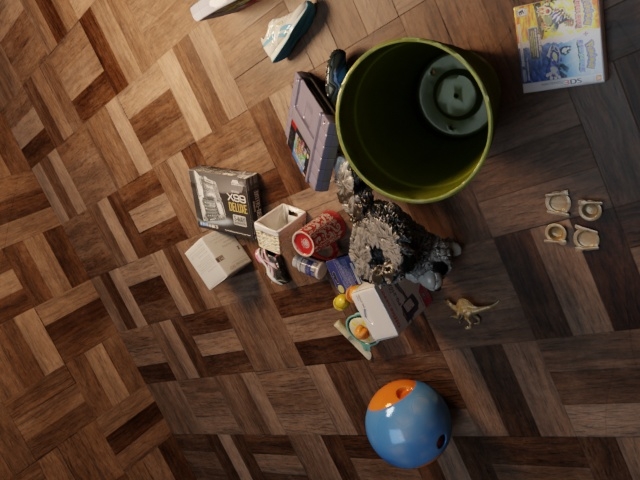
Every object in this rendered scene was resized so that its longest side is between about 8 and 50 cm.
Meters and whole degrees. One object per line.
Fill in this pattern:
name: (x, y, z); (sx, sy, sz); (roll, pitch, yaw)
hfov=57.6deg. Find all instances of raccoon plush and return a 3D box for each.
raccoon plush: (0.243, -0.061, 1.682); (0.216, 0.299, 0.447); (-9, 94, 49)

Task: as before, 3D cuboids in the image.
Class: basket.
basket: (-0.138, -0.040, 2.045); (0.113, 0.167, 0.103); (21, 129, 30)

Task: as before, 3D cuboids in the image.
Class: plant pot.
plant pot: (0.282, -0.319, 1.414); (0.366, 0.353, 0.367); (14, 119, 27)

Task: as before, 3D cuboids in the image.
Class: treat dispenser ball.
treat dispenser ball: (0.294, 0.614, 1.954); (0.288, 0.288, 0.288); (19, 123, 31)

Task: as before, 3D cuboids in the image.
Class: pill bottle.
pill bottle: (-0.040, 0.091, 2.101); (0.120, 0.067, 0.067); (20, 124, 30)

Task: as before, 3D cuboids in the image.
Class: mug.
mug: (0.004, -0.007, 1.942); (0.150, 0.169, 0.113); (51, 133, 6)

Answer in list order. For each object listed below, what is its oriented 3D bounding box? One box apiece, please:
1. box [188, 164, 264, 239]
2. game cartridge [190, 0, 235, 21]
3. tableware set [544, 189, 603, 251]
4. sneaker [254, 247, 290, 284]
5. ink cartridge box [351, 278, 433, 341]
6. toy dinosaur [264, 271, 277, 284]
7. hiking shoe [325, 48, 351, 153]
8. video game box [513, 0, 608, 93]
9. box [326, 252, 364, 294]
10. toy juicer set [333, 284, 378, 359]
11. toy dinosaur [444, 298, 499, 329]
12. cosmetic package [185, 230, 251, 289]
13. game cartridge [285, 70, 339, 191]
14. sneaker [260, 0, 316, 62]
box: (-0.356, -0.150, 2.222); (0.307, 0.076, 0.243); (13, 120, 34)
game cartridge: (-0.246, -0.732, 1.743); (0.294, 0.196, 0.060); (-6, 108, 41)
tableware set: (0.648, -0.049, 1.501); (0.141, 0.020, 0.169); (11, 119, 35)
sneaker: (-0.173, 0.088, 2.209); (0.178, 0.072, 0.077); (48, 123, 1)
ink cartridge box: (0.226, 0.177, 1.812); (0.100, 0.237, 0.172); (-22, 98, 44)
toy dinosaur: (-0.175, 0.138, 2.257); (0.082, 0.047, 0.090); (16, 113, 11)
hiking shoe: (0.093, -0.412, 1.720); (0.132, 0.113, 0.304); (-1, 114, 15)
video game box: (0.554, -0.455, 1.344); (0.187, 0.048, 0.205); (0, 112, 37)
box: (0.129, 0.105, 1.992); (0.225, 0.036, 0.137); (-16, 102, 42)
toy juicer set: (0.121, 0.290, 2.036); (0.209, 0.089, 0.329); (31, 136, 13)
toy dinosaur: (0.455, 0.220, 1.778); (0.183, 0.053, 0.093); (0, 111, 39)
cosmetic package: (-0.409, 0.068, 2.330); (0.151, 0.151, 0.184); (-36, 89, 44)
game cartridge: (-0.032, -0.330, 1.744); (0.355, 0.068, 0.230); (-115, 35, -48)
sneaker: (-0.103, -0.641, 1.752); (0.228, 0.087, 0.092); (-39, 84, 42)
